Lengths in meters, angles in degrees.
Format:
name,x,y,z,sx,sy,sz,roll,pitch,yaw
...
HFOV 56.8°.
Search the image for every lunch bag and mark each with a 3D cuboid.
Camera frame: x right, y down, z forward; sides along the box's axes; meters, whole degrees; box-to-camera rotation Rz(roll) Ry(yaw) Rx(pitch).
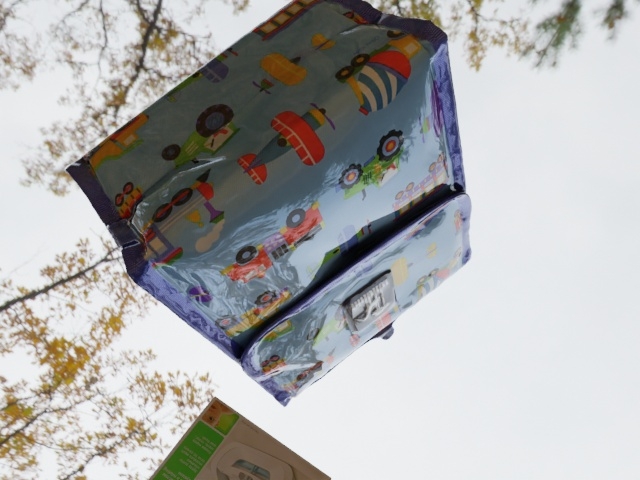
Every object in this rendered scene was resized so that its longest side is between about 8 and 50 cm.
name,x,y,z,sx,sy,sz,roll,pitch,yaw
lunch bag,0.000,0.000,0.463,0.221,0.293,0.138,-39,-132,-8

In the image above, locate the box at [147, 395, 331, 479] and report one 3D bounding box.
name,x,y,z,sx,sy,sz,roll,pitch,yaw
box,-0.157,0.452,1.030,0.262,0.126,0.231,33,-133,8
